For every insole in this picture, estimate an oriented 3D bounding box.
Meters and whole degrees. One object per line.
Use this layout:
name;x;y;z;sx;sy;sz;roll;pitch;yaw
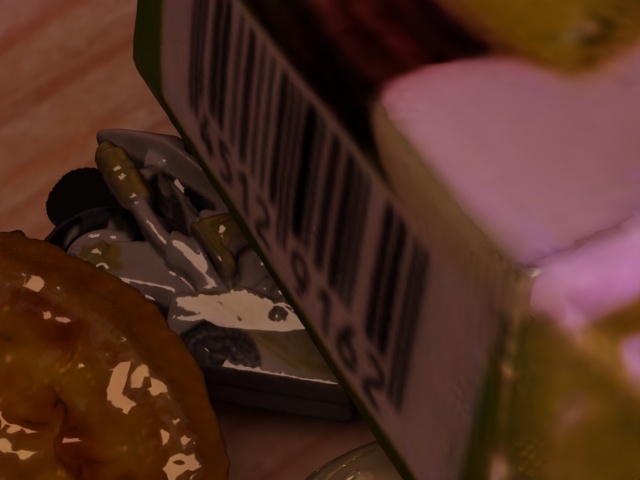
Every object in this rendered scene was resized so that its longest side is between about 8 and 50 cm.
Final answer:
insole;-0.067;0.008;0.685;0.135;0.002;0.045;31;75;19

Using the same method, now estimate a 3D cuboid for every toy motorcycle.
toy motorcycle;0.000;0.000;0.638;0.225;0.073;0.152;15;63;14

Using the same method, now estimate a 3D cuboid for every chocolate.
chocolate;0.110;-0.069;0.552;0.289;0.137;0.301;-22;51;-16

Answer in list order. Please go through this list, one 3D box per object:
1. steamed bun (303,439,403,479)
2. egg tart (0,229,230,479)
steamed bun;0.028;0.132;0.566;0.112;0.091;0.130;33;93;9
egg tart;-0.118;0.110;0.574;0.202;0.147;0.202;-3;69;9
